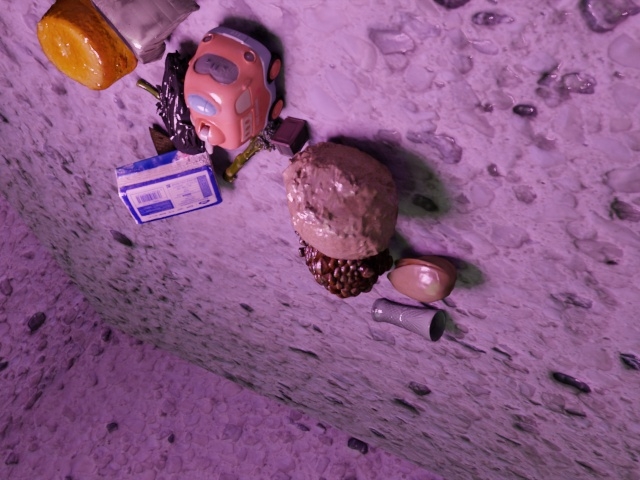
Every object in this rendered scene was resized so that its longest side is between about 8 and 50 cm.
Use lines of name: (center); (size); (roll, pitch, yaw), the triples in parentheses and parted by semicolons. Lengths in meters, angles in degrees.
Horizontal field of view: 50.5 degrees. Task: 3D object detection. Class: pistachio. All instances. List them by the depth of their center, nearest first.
pistachio: (0.269, 0.096, 1.795); (0.226, 0.136, 0.136); (5, 141, 54)

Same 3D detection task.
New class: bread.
bread: (-0.598, -0.511, 1.740); (0.268, 0.146, 0.268); (23, 145, 17)

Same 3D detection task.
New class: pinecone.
pinecone: (0.066, 0.037, 1.828); (0.224, 0.224, 0.272); (51, 170, -29)

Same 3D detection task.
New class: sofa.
sofa: (-0.406, -0.539, 1.552); (0.210, 0.176, 0.225); (50, 176, -9)

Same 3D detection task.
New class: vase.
vase: (0.259, 0.232, 2.047); (0.219, 0.096, 0.096); (12, 144, 39)

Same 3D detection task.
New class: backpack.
backpack: (-0.342, -0.349, 1.698); (0.258, 0.133, 0.206); (98, 155, -45)

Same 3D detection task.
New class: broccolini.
broccolini: (-0.184, -0.232, 1.846); (0.073, 0.079, 0.392); (29, 160, -14)
broccolini: (-0.413, -0.362, 1.879); (0.239, 0.054, 0.051); (41, 164, -8)

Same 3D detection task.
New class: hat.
hat: (-0.453, -0.283, 2.024); (0.146, 0.067, 0.146); (159, 90, -87)

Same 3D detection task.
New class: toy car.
toy car: (-0.213, -0.332, 1.548); (0.180, 0.212, 0.271); (26, 150, 14)

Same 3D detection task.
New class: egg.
egg: (0.049, -0.090, 1.599); (0.310, 0.279, 0.279); (39, 154, 22)

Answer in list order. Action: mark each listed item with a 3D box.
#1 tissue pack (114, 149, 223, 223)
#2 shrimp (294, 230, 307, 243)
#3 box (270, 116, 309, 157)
tissue pack: (-0.430, -0.165, 1.949); (0.209, 0.269, 0.137); (83, 171, -68)
shrimp: (0.003, -0.003, 1.997); (0.174, 0.076, 0.082); (32, -168, -5)
box: (-0.072, -0.250, 1.666); (0.060, 0.085, 0.063); (17, 152, 26)
